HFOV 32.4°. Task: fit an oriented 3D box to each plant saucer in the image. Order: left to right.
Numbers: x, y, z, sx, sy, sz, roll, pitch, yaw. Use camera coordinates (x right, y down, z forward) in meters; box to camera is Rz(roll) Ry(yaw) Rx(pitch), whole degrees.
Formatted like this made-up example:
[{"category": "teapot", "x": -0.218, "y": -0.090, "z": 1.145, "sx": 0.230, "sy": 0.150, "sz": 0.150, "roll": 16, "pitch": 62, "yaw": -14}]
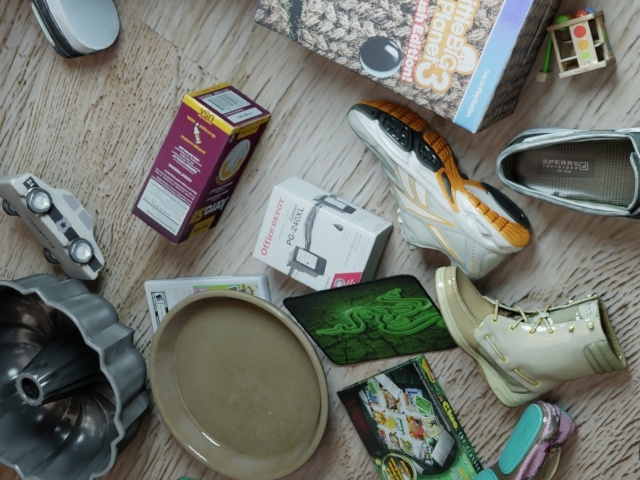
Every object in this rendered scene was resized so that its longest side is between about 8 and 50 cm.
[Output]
[{"category": "plant saucer", "x": -0.109, "y": 0.195, "z": 1.497, "sx": 0.278, "sy": 0.041, "sz": 0.277, "roll": 7, "pitch": 107, "yaw": 24}]

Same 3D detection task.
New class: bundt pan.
[{"category": "bundt pan", "x": -0.383, "y": 0.194, "z": 1.605, "sx": 0.331, "sy": 0.124, "sz": 0.330, "roll": 11, "pitch": 113, "yaw": 27}]

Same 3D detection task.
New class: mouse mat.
[{"category": "mouse mat", "x": 0.064, "y": 0.103, "z": 1.381, "sx": 0.190, "sy": 0.007, "sz": 0.152, "roll": -14, "pitch": 133, "yaw": 28}]

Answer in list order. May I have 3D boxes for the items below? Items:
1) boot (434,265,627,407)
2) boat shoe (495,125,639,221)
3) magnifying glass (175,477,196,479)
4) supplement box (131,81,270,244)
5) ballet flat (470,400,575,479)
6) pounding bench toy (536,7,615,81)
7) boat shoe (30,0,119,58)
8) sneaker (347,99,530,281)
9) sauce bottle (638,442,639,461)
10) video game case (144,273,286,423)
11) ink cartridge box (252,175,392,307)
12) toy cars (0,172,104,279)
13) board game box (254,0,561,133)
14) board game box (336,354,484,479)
[{"category": "boot", "x": 0.243, "y": 0.093, "z": 1.276, "sx": 0.165, "sy": 0.077, "sz": 0.213, "roll": -23, "pitch": 116, "yaw": 29}, {"category": "boat shoe", "x": 0.349, "y": -0.063, "z": 1.171, "sx": 0.335, "sy": 0.119, "sz": 0.121, "roll": 1, "pitch": 106, "yaw": 26}, {"category": "magnifying glass", "x": -0.135, "y": 0.423, "z": 1.618, "sx": 0.231, "sy": 0.026, "sz": 0.092, "roll": 23, "pitch": 114, "yaw": 21}, {"category": "supplement box", "x": -0.155, "y": -0.099, "z": 1.421, "sx": 0.081, "sy": 0.104, "sz": 0.188, "roll": 36, "pitch": 118, "yaw": 13}, {"category": "ballet flat", "x": 0.239, "y": 0.295, "z": 1.352, "sx": 0.079, "sy": 0.077, "sz": 0.221, "roll": 27, "pitch": 107, "yaw": -20}, {"category": "pounding bench toy", "x": 0.270, "y": -0.214, "z": 1.203, "sx": 0.083, "sy": 0.052, "sz": 0.065, "roll": -13, "pitch": 99, "yaw": 29}, {"category": "boat shoe", "x": -0.365, "y": -0.388, "z": 1.441, "sx": 0.105, "sy": 0.113, "sz": 0.306, "roll": -5, "pitch": 116, "yaw": 45}, {"category": "sneaker", "x": 0.116, "y": -0.053, "z": 1.308, "sx": 0.262, "sy": 0.099, "sz": 0.121, "roll": 45, "pitch": 124, "yaw": 9}, {"category": "sauce bottle", "x": 0.422, "y": 0.205, "z": 1.222, "sx": 0.111, "sy": 0.111, "sz": 0.344, "roll": 26, "pitch": 116, "yaw": 18}, {"category": "video game case", "x": -0.144, "y": 0.154, "z": 1.540, "sx": 0.193, "sy": 0.023, "sz": 0.212, "roll": -3, "pitch": 103, "yaw": 28}, {"category": "ink cartridge box", "x": 0.000, "y": 0.000, "z": 1.397, "sx": 0.150, "sy": 0.063, "sz": 0.109, "roll": 26, "pitch": 116, "yaw": 16}, {"category": "toy cars", "x": -0.453, "y": -0.093, "z": 1.580, "sx": 0.394, "sy": 0.087, "sz": 0.176, "roll": 35, "pitch": 153, "yaw": 12}, {"category": "board game box", "x": 0.110, "y": -0.291, "z": 1.209, "sx": 0.291, "sy": 0.141, "sz": 0.232, "roll": 29, "pitch": 116, "yaw": 17}, {"category": "board game box", "x": 0.136, "y": 0.287, "z": 1.437, "sx": 0.136, "sy": 0.030, "sz": 0.259, "roll": -26, "pitch": 92, "yaw": 28}]
